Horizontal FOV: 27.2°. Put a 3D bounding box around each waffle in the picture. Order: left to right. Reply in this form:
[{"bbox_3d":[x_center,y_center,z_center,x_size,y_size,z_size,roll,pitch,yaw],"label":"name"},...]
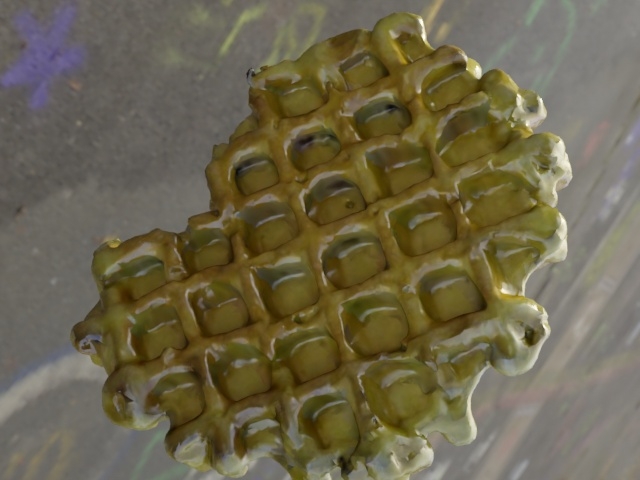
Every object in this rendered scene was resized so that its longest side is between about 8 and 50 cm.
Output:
[{"bbox_3d":[0.000,0.000,0.667,0.056,0.249,0.253,48,55,-62],"label":"waffle"}]
